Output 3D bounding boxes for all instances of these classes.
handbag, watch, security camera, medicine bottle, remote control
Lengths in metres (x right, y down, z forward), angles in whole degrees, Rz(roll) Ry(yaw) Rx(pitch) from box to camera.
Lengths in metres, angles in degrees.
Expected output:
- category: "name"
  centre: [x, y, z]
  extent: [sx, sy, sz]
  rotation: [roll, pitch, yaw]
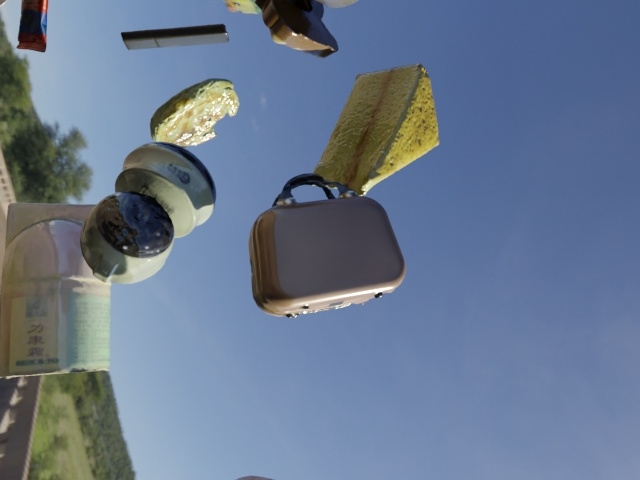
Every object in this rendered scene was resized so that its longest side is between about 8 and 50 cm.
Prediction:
- category: "handbag"
  centre: [0.000, 0.000, 1.101]
  extent: [0.149, 0.302, 0.283]
  rotation: [141, -62, -68]
- category: "watch"
  centre: [0.004, -0.630, 1.184]
  extent: [0.327, 0.314, 0.335]
  rotation: [-33, -107, 33]
- category: "security camera"
  centre: [-0.333, -0.041, 1.017]
  extent: [0.197, 0.277, 0.191]
  rotation: [39, -45, -14]
- category: "medicine bottle"
  centre: [-0.617, 0.108, 1.279]
  extent: [0.236, 0.235, 0.406]
  rotation: [-26, -114, 61]
- category: "remote control"
  centre: [-0.340, -0.477, 1.282]
  extent: [0.063, 0.245, 0.025]
  rotation: [102, -19, -81]

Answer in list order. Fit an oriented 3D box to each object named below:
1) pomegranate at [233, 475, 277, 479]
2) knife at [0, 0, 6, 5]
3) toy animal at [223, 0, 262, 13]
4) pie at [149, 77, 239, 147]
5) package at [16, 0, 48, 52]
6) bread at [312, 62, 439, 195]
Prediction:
- category: "pomegranate"
  centre: [-0.117, 0.523, 0.950]
  extent: [0.233, 0.233, 0.233]
  rotation: [33, -50, 52]
- category: "knife"
  centre: [-0.790, -0.584, 1.340]
  extent: [0.058, 0.244, 0.032]
  rotation: [13, -21, 37]
- category: "toy animal"
  centre: [-0.271, -0.745, 1.458]
  extent: [0.216, 0.338, 0.191]
  rotation: [-93, -153, -83]
- category: "pie"
  centre: [-0.372, -0.372, 1.622]
  extent: [0.067, 0.302, 0.302]
  rotation: [54, -32, 8]
- category: "package"
  centre: [-0.581, -0.488, 1.106]
  extent: [0.083, 0.022, 0.200]
  rotation: [14, -80, 23]
- category: "bread"
  centre: [0.124, -0.288, 1.414]
  extent: [0.233, 0.361, 0.245]
  rotation: [2, -63, 38]
